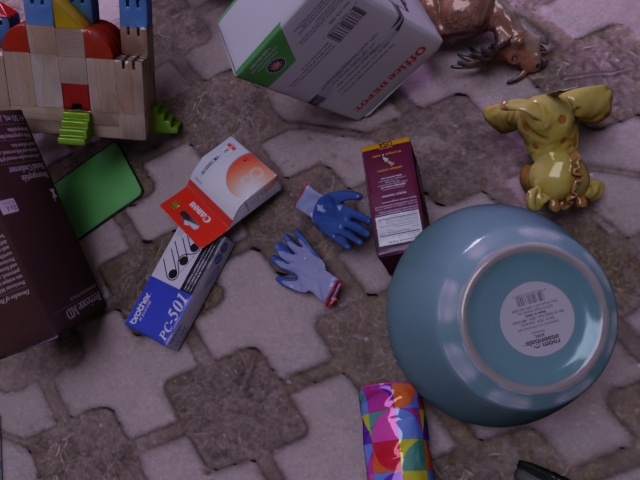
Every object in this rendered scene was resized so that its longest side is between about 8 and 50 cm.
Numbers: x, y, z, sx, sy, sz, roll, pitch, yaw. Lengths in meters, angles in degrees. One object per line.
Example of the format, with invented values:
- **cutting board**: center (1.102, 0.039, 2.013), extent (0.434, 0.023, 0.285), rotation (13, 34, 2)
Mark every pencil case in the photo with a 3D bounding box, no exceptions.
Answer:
- **pencil case**: center (0.104, 0.315, 0.937), extent (0.104, 0.104, 0.236), rotation (-8, 67, 15)

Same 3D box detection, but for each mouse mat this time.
- **mouse mat**: center (-0.444, -0.092, 1.320), extent (0.189, 0.007, 0.153), rotation (-34, 64, 2)

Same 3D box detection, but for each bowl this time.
- **bowl**: center (0.247, 0.096, 0.875), extent (0.311, 0.163, 0.312), rotation (0, 85, -1)

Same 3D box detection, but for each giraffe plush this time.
- **giraffe plush**: center (0.346, -0.131, 1.005), extent (0.181, 0.210, 0.170), rotation (-8, 97, 11)

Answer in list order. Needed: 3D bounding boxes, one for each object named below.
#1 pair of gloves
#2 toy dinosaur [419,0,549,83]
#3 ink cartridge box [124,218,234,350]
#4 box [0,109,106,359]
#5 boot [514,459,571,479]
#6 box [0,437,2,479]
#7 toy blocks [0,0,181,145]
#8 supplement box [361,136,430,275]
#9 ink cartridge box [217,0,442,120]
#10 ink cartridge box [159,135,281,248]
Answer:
- **pair of gloves**: center (0.000, 0.000, 1.098), extent (0.159, 0.023, 0.198), rotation (35, 102, 33)
- **toy dinosaur**: center (0.230, -0.377, 1.155), extent (0.295, 0.127, 0.200), rotation (17, 112, 39)
- **ink cartridge box**: center (-0.241, 0.075, 1.168), extent (0.097, 0.046, 0.207), rotation (21, 78, 25)
- **box**: center (-0.520, -0.018, 1.120), extent (0.143, 0.191, 0.381), rotation (-18, 99, 9)
- **boot**: center (0.322, 0.403, 0.845), extent (0.246, 0.083, 0.161), rotation (32, 88, 27)
- **box**: center (-0.620, 0.410, 1.169), extent (0.145, 0.038, 0.186), rotation (-20, 66, 10)
- **toy blocks**: center (-0.449, -0.327, 1.209), extent (0.381, 0.261, 0.191), rotation (3, 28, -2)
- **supplement box**: center (0.123, -0.052, 1.065), extent (0.080, 0.104, 0.188), rotation (-12, 67, 12)
- **ink cartridge box**: center (0.019, -0.326, 1.073), extent (0.211, 0.289, 0.121), rotation (-39, 59, 32)
- **ink cartridge box**: center (-0.180, -0.088, 1.184), extent (0.179, 0.045, 0.145), rotation (-37, 56, -16)
